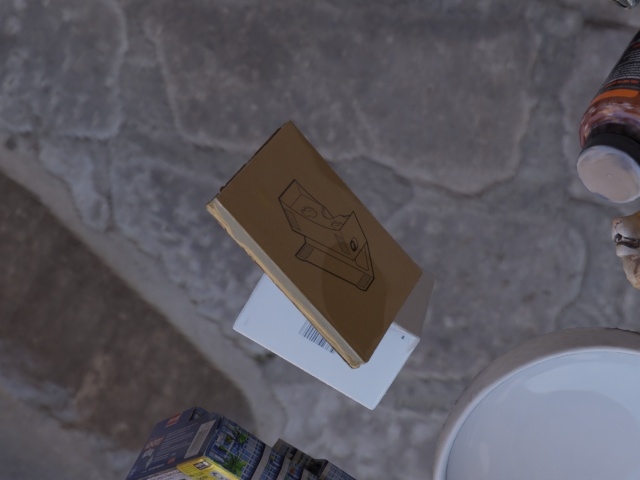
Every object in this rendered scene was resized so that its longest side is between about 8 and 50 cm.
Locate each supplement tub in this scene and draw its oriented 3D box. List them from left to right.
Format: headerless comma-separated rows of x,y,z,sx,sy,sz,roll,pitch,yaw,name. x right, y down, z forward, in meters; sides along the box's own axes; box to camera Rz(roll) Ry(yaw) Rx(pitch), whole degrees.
0.316,-0.124,1.372,0.106,0.198,0.106,23,142,20,supplement tub

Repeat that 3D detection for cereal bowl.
0.282,0.237,1.489,0.339,0.141,0.339,1,111,2,cereal bowl

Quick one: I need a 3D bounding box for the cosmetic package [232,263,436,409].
0.025,0.085,1.981,0.224,0.225,0.138,31,114,-1,cosmetic package

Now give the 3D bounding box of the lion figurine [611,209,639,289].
0.523,0.037,1.728,0.142,0.240,0.392,34,153,-34,lion figurine

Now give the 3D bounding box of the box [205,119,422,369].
0.000,0.000,1.315,0.201,0.164,0.021,48,128,-8,box

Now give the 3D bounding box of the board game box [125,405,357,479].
-0.025,0.194,1.035,0.194,0.060,0.194,34,155,-13,board game box

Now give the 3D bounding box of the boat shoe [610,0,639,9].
0.256,-0.389,1.600,0.335,0.119,0.121,39,168,15,boat shoe
